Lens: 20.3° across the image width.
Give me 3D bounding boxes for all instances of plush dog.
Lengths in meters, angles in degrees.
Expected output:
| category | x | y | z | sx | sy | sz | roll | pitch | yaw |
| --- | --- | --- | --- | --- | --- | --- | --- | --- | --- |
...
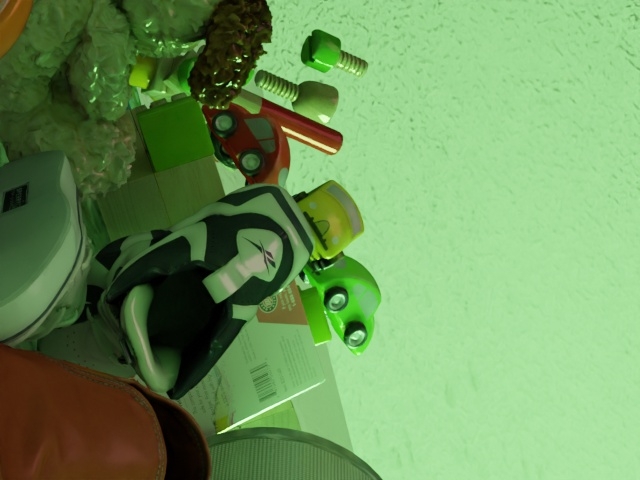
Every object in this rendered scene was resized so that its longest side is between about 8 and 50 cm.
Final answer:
| category | x | y | z | sx | sy | sz | roll | pitch | yaw |
| --- | --- | --- | --- | --- | --- | --- | --- | --- | --- |
| plush dog | -0.146 | -0.188 | 1.261 | 0.210 | 0.225 | 0.262 | 64 | 11 | -64 |

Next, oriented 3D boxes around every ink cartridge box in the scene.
| category | x | y | z | sx | sy | sz | roll | pitch | yaw |
| --- | --- | --- | --- | --- | --- | --- | --- | --- | --- |
| ink cartridge box | -0.108 | 0.092 | 1.365 | 0.067 | 0.198 | 0.115 | 38 | -31 | 58 |

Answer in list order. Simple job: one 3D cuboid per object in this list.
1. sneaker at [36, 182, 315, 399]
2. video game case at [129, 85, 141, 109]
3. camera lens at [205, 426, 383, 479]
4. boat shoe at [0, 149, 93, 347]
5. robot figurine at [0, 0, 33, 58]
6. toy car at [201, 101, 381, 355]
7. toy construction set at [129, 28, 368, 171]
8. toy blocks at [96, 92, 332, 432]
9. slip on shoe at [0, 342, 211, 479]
| category | x | y | z | sx | sy | sz | roll | pitch | yaw |
| --- | --- | --- | --- | --- | --- | --- | --- | --- | --- |
| sneaker | -0.123 | 0.055 | 1.182 | 0.094 | 0.235 | 0.153 | 63 | 28 | -10 |
| video game case | -0.215 | -0.196 | 1.698 | 0.193 | 0.023 | 0.212 | -58 | 135 | -82 |
| camera lens | -0.042 | 0.278 | 1.277 | 0.274 | 0.219 | 0.219 | -89 | 165 | -68 |
| boat shoe | -0.181 | 0.019 | 1.139 | 0.258 | 0.095 | 0.084 | -87 | 159 | -68 |
| robot figurine | -0.228 | -0.163 | 0.944 | 0.158 | 0.128 | 0.219 | 47 | -11 | 33 |
| toy car | 0.000 | 0.000 | 1.481 | 0.239 | 0.053 | 0.225 | 48 | -12 | 53 |
| toy construction set | -0.115 | -0.200 | 1.692 | 0.257 | 0.237 | 0.309 | -61 | -152 | 15 |
| toy blocks | -0.120 | 0.017 | 1.533 | 0.261 | 0.191 | 0.381 | -118 | -170 | -61 |
| slip on shoe | -0.142 | 0.115 | 1.007 | 0.331 | 0.101 | 0.123 | 43 | 37 | -73 |
